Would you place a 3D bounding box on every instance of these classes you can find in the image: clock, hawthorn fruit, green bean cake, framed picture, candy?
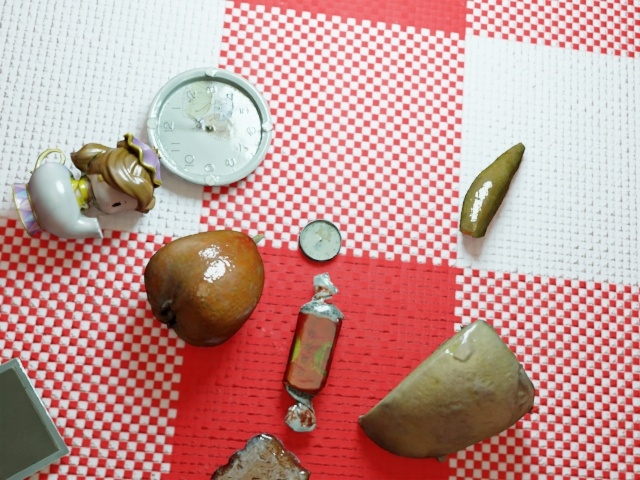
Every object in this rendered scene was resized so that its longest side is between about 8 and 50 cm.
[{"bbox_3d":[0.000,0.000,1.530,0.085,0.017,0.085,2,77,-8],"label":"clock"},{"bbox_3d":[-0.181,0.061,1.413,0.199,0.199,0.251,46,61,4],"label":"hawthorn fruit"},{"bbox_3d":[-0.114,0.459,1.364,0.198,0.097,0.232,43,75,5],"label":"green bean cake"},{"bbox_3d":[-0.575,0.333,1.330,0.252,0.014,0.197,-27,78,-33],"label":"framed picture"},{"bbox_3d":[-0.014,0.200,1.460,0.086,0.059,0.292,15,75,-1],"label":"candy"},{"bbox_3d":[-0.209,-0.212,1.532,0.237,0.053,0.236,1,79,-8],"label":"clock"}]

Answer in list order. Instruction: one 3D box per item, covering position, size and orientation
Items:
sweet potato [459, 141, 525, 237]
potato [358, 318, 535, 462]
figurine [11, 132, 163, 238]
[{"bbox_3d":[0.330,-0.105,1.577,0.077,0.077,0.243,29,68,0],"label":"sweet potato"},{"bbox_3d":[0.230,0.299,1.402,0.264,0.189,0.211,-37,85,-14],"label":"potato"},{"bbox_3d":[-0.402,-0.096,1.431,0.264,0.142,0.189,-19,84,-10],"label":"figurine"}]
